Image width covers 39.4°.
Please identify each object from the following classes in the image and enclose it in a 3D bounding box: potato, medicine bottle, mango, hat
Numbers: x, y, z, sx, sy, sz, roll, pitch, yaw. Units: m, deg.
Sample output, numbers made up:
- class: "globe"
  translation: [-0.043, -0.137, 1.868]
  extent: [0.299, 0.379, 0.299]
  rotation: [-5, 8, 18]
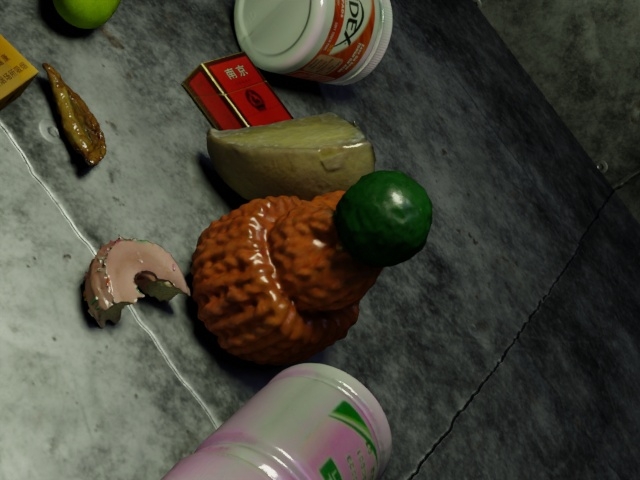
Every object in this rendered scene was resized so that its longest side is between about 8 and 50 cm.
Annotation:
- class: "potato"
  translation: [-0.048, -0.090, 1.510]
  extent: [0.264, 0.211, 0.189]
  rotation: [-8, 30, -7]
- class: "medicine bottle"
  translation: [-0.017, -0.462, 1.857]
  extent: [0.241, 0.252, 0.252]
  rotation: [-1, 61, -51]
- class: "mango"
  translation: [-0.395, -0.480, 1.510]
  extent: [0.175, 0.143, 0.293]
  rotation: [64, 18, -60]
- class: "hat"
  translation: [0.000, 0.000, 1.335]
  extent: [0.285, 0.400, 0.285]
  rotation: [31, 36, -26]
- class: "medicine bottle"
  translation: [-0.061, 0.315, 1.139]
  extent: [0.212, 0.212, 0.325]
  rotation: [54, 33, 1]

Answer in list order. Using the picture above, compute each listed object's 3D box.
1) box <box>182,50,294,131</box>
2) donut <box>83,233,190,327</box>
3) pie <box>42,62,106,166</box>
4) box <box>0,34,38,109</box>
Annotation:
- class: "box"
  translation: [-0.130, -0.232, 1.677]
  extent: [0.240, 0.074, 0.153]
  rotation: [53, 38, 1]
- class: "donut"
  translation: [-0.271, 0.050, 1.260]
  extent: [0.166, 0.065, 0.117]
  rotation: [-8, 68, -54]
- class: "pie"
  translation: [-0.372, -0.182, 1.379]
  extent: [0.191, 0.033, 0.088]
  rotation: [63, 20, 17]
- class: "box"
  translation: [-0.532, -0.273, 1.241]
  extent: [0.237, 0.070, 0.152]
  rotation: [47, 34, -13]
